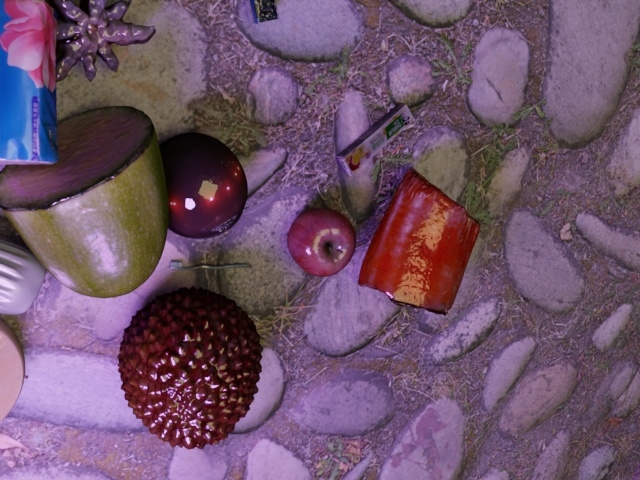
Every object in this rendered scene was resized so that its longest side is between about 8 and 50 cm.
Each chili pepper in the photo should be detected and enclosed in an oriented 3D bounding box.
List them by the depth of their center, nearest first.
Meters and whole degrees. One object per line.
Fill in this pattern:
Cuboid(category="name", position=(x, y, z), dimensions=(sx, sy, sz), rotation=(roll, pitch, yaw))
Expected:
Cuboid(category="chili pepper", position=(0.246, 0.013, 2.111), dimensions=(0.251, 0.229, 0.305), rotation=(25, 92, -19))

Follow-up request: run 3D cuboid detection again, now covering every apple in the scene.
Cuboid(category="apple", position=(0.000, 0.000, 2.012), dimensions=(0.154, 0.120, 0.153), rotation=(-7, 107, -25))

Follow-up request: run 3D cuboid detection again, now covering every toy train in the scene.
Cuboid(category="toy train", position=(-0.132, -0.547, 1.787), dimensions=(0.052, 0.051, 0.233), rotation=(-21, 113, -26))

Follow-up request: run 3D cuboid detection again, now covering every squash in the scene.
Cuboid(category="squash", position=(-0.382, -0.037, 1.653), dimensions=(0.310, 0.310, 0.308), rotation=(-36, 126, -18))

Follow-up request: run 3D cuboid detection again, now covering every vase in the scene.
Cuboid(category="vase", position=(-0.625, 0.043, 1.628), dimensions=(0.248, 0.128, 0.128), rotation=(26, 91, -26))

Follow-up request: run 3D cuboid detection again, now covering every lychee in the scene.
Cuboid(category="lychee", position=(-0.261, 0.251, 1.822), dimensions=(0.306, 0.330, 0.306), rotation=(-1, 122, -2))

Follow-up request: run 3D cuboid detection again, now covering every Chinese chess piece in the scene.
Cuboid(category="Chinese chess piece", position=(-0.680, 0.244, 1.669), dimensions=(0.273, 0.102, 0.273), rotation=(-10, 109, -29))

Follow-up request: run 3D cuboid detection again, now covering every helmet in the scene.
Cuboid(category="helmet", position=(-0.243, -0.110, 1.794), dimensions=(0.189, 0.193, 0.216), rotation=(-34, 92, -18))

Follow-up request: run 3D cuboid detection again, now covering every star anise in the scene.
Cuboid(category="star anise", position=(-0.416, -0.383, 1.634), dimensions=(0.236, 0.093, 0.229), rotation=(6, 103, -32))

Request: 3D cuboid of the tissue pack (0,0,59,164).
Cuboid(category="tissue pack", position=(-0.543, -0.256, 1.495), dimensions=(0.209, 0.137, 0.269), rotation=(1, 93, 6))

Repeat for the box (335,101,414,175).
Cuboid(category="box", position=(0.126, -0.231, 2.063), dimensions=(0.207, 0.041, 0.050), rotation=(-42, 120, -15))

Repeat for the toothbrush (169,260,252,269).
Cuboid(category="toothbrush", position=(-0.232, 0.054, 1.945), dimensions=(0.193, 0.013, 0.019), rotation=(2, 96, -32))
